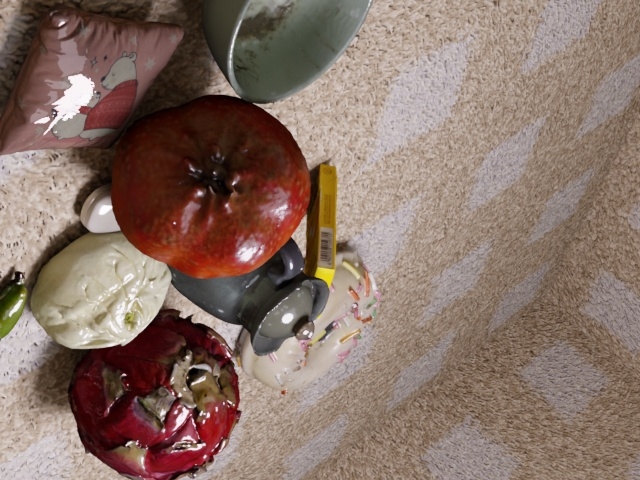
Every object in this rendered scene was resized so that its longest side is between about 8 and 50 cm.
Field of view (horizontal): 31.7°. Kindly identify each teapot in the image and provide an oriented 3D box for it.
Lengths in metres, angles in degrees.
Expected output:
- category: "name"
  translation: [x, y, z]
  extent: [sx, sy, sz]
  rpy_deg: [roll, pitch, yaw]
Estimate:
- category: "teapot"
  translation: [-0.094, 0.049, 1.996]
  extent: [0.223, 0.285, 0.305]
  rpy_deg: [-14, 141, -53]

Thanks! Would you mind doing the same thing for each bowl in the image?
- category: "bowl"
  translation: [-0.065, -0.350, 1.581]
  extent: [0.289, 0.146, 0.289]
  rpy_deg: [-37, 153, -22]

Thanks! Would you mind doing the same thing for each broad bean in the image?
- category: "broad bean"
  translation: [-0.507, 0.136, 1.731]
  extent: [0.213, 0.048, 0.070]
  rpy_deg: [-54, 153, 15]

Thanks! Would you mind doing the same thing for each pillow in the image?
- category: "pillow"
  translation: [-0.308, -0.202, 1.478]
  extent: [0.236, 0.084, 0.223]
  rpy_deg: [-7, 137, -53]

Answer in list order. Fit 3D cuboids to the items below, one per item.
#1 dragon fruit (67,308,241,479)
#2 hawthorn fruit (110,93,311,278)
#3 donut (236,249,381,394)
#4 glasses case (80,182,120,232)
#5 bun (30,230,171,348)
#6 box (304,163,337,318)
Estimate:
- category: "dragon fruit"
  translation: [-0.293, 0.279, 2.016]
  extent: [0.329, 0.329, 0.329]
  rpy_deg: [-38, 155, -21]
- category: "hawthorn fruit"
  translation: [-0.165, -0.072, 1.673]
  extent: [0.287, 0.287, 0.330]
  rpy_deg: [-42, -179, -10]
- category: "donut"
  translation: [-0.015, 0.193, 2.555]
  extent: [0.383, 0.142, 0.382]
  rpy_deg: [-38, 157, -20]
- category: "glasses case"
  translation: [-0.292, -0.060, 1.778]
  extent: [0.204, 0.051, 0.081]
  rpy_deg: [-14, 141, -52]
- category: "bun"
  translation: [-0.342, 0.084, 1.816]
  extent: [0.229, 0.145, 0.229]
  rpy_deg: [-36, 158, -18]
- category: "box"
  translation: [0.000, 0.000, 2.170]
  extent: [0.152, 0.043, 0.269]
  rpy_deg: [108, -11, -48]
